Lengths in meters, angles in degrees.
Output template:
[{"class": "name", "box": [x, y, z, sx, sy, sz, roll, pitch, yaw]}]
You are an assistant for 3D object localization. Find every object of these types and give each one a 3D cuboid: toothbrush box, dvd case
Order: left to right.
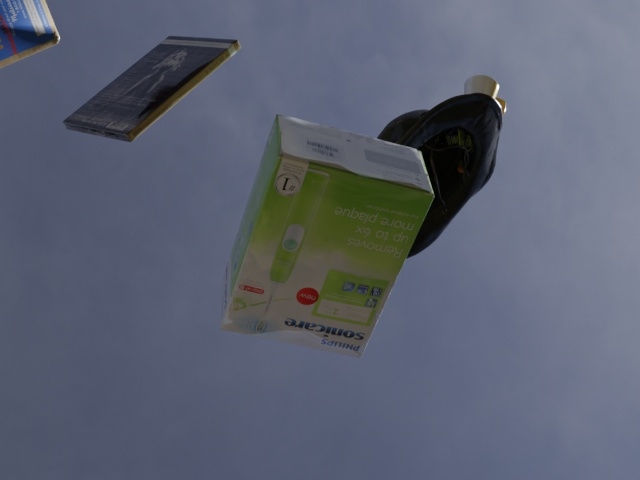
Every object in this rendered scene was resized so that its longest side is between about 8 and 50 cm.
[{"class": "dvd case", "box": [-0.236, -0.218, 1.247, 0.221, 0.165, 0.018, -48, -50, -26]}, {"class": "toothbrush box", "box": [0.000, 0.000, 1.192, 0.206, 0.283, 0.122, 14, -146, -13]}]

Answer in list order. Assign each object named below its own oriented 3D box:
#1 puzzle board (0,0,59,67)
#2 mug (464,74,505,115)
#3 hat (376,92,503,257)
[{"class": "puzzle board", "box": [-0.135, -0.098, 0.240, 0.096, 0.011, 0.128, -38, -58, -38]}, {"class": "mug", "box": [0.293, -0.253, 1.600, 0.078, 0.062, 0.064, 6, -124, 14]}, {"class": "hat", "box": [0.161, -0.135, 1.543, 0.331, 0.331, 0.134, -31, -126, -25]}]
